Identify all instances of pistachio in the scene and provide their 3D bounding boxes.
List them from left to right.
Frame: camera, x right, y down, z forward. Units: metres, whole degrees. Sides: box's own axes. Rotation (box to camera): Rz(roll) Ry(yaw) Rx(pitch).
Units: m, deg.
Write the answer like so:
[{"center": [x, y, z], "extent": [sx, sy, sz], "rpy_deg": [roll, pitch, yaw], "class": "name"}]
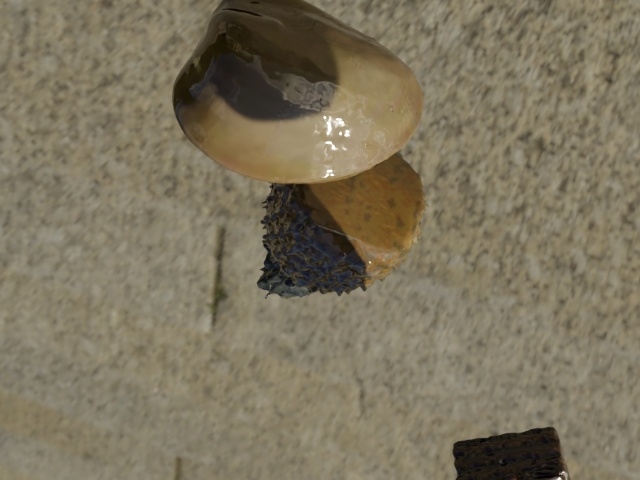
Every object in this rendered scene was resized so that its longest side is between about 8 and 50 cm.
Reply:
[{"center": [-0.022, -0.151, 1.481], "extent": [0.260, 0.213, 0.163], "rpy_deg": [19, 165, -4], "class": "pistachio"}]

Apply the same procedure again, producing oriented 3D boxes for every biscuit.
[{"center": [0.227, 0.312, 1.471], "extent": [0.107, 0.073, 0.388], "rpy_deg": [-12, 144, 11], "class": "biscuit"}]

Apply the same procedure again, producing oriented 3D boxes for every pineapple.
[{"center": [0.000, 0.000, 1.811], "extent": [0.202, 0.202, 0.362], "rpy_deg": [35, 151, -1], "class": "pineapple"}]
